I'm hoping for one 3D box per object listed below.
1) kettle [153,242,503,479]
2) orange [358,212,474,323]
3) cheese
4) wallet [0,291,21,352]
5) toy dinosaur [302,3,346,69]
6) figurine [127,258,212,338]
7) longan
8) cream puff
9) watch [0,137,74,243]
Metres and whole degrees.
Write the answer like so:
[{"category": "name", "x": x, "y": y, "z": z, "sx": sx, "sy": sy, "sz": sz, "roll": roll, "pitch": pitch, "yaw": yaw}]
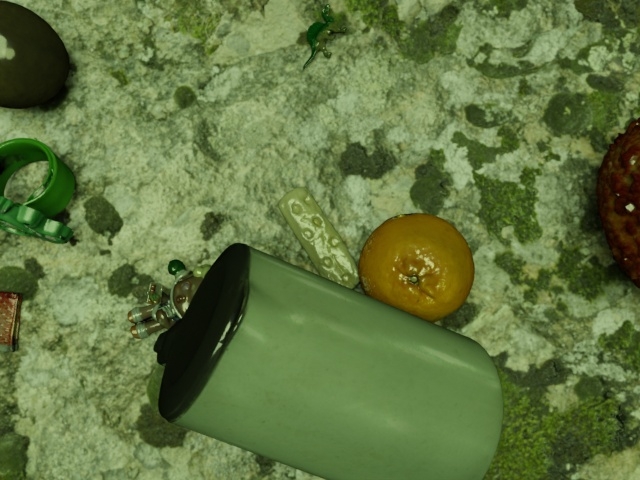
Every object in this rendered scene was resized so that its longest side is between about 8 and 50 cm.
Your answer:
[{"category": "kettle", "x": -0.017, "y": 0.187, "z": 0.704, "sx": 0.377, "sy": 0.361, "sz": 0.249, "roll": 27, "pitch": 65, "yaw": -21}, {"category": "orange", "x": 0.148, "y": 0.043, "z": 0.793, "sx": 0.178, "sy": 0.155, "sz": 0.177, "roll": 1, "pitch": 83, "yaw": -10}, {"category": "cheese", "x": 0.000, "y": 0.000, "z": 0.853, "sx": 0.065, "sy": 0.043, "sz": 0.194, "roll": -31, "pitch": 85, "yaw": 1}, {"category": "wallet", "x": -0.617, "y": 0.135, "z": 0.881, "sx": 0.197, "sy": 0.020, "sz": 0.103, "roll": 4, "pitch": 87, "yaw": 2}, {"category": "toy dinosaur", "x": -0.002, "y": -0.348, "z": 0.887, "sx": 0.060, "sy": 0.029, "sz": 0.119, "roll": 35, "pitch": 94, "yaw": 19}, {"category": "figurine", "x": -0.226, "y": 0.103, "z": 0.831, "sx": 0.197, "sy": 0.093, "sz": 0.147, "roll": -21, "pitch": 76, "yaw": 2}, {"category": "longan", "x": -0.514, "y": -0.301, "z": 0.834, "sx": 0.187, "sy": 0.167, "sz": 0.167, "roll": 9, "pitch": 87, "yaw": 12}, {"category": "cream puff", "x": 0.552, "y": -0.043, "z": 0.740, "sx": 0.351, "sy": 0.228, "sz": 0.350, "roll": 5, "pitch": 71, "yaw": -16}, {"category": "watch", "x": -0.475, "y": -0.083, "z": 0.852, "sx": 0.165, "sy": 0.131, "sz": 0.151, "roll": 11, "pitch": 69, "yaw": 7}]
